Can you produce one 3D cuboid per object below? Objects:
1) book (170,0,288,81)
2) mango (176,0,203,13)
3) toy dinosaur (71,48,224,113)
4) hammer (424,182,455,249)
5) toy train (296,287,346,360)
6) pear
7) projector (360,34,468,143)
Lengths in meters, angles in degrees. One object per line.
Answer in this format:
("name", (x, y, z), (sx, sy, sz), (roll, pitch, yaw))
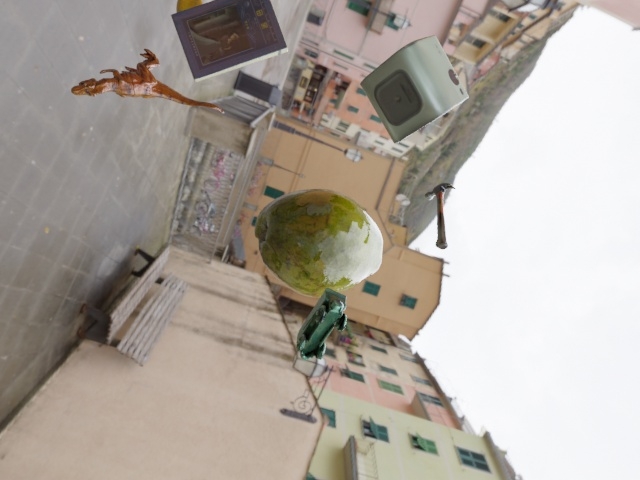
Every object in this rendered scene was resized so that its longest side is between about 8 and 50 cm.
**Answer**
("book", (-0.245, -0.561, 1.113), (0.025, 0.269, 0.191), (161, -91, -88))
("mango", (-0.440, -0.771, 1.401), (0.066, 0.101, 0.188), (-18, -114, 42))
("toy dinosaur", (-0.532, -0.498, 1.288), (0.097, 0.431, 0.208), (113, -35, -49))
("hammer", (0.387, -0.082, 1.326), (0.111, 0.033, 0.288), (-36, -150, 41))
("toy train", (0.001, 0.189, 0.918), (0.172, 0.070, 0.099), (-59, -166, 25))
("pear", (0.000, 0.000, 1.312), (0.352, 0.413, 0.352), (-173, -90, -75))
("projector", (0.324, -0.519, 1.427), (0.248, 0.249, 0.248), (-25, -170, 47))
